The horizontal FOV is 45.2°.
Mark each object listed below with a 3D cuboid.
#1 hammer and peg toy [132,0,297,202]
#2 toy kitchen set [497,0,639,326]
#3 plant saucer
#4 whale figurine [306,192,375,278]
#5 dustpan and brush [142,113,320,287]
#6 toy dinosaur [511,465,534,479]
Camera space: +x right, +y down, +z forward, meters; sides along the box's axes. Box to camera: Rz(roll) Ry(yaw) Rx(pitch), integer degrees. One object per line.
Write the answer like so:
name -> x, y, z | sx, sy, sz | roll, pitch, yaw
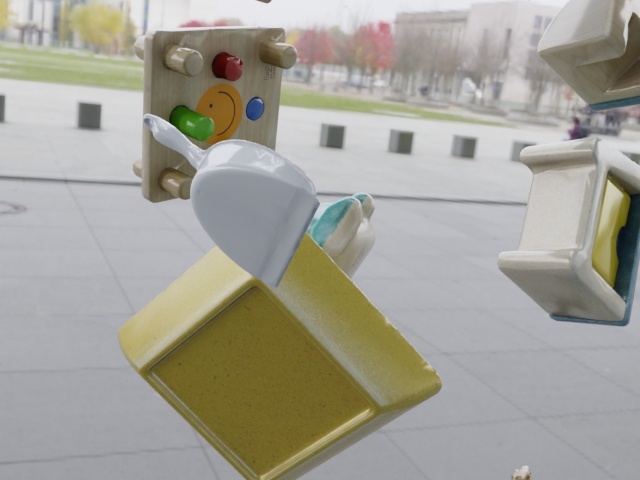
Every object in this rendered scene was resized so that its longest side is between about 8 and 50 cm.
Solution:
hammer and peg toy -> -0.148, -0.247, 1.158 | 0.127, 0.362, 0.265 | 26, 29, 37
toy kitchen set -> 0.211, -0.037, 0.348 | 0.122, 0.166, 0.207 | 28, -19, -38
plant saucer -> -0.072, 0.173, 0.996 | 0.333, 0.332, 0.081 | 47, 27, -9
whale figurine -> 0.000, 0.000, 1.215 | 0.141, 0.216, 0.272 | 33, -12, 9
dustpan and brush -> -0.103, -0.062, 0.781 | 0.211, 0.147, 0.060 | 30, 43, 2
toy dinosaur -> 0.146, 0.271, 0.646 | 0.092, 0.183, 0.053 | -17, -45, 30
